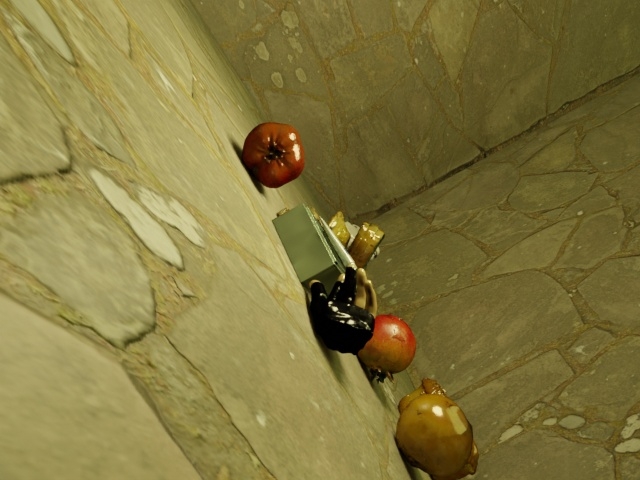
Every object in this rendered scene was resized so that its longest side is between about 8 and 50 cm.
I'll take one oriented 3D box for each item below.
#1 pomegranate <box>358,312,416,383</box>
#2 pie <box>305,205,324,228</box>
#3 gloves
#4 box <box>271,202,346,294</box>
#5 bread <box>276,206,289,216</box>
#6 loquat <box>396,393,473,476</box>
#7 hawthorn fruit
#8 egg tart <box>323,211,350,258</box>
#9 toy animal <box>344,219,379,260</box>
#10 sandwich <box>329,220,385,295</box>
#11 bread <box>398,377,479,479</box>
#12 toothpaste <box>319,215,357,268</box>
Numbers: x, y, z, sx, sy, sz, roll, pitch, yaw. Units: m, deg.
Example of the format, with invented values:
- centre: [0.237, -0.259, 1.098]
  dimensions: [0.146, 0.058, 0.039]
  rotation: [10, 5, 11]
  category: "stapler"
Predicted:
- centre: [0.224, 0.371, 1.610]
  dimensions: [0.210, 0.210, 0.235]
  rotation: [53, 42, -58]
  category: "pomegranate"
- centre: [0.000, 0.000, 1.997]
  dimensions: [0.339, 0.083, 0.339]
  rotation: [-25, 90, -87]
  category: "pie"
- centre: [0.056, 0.174, 1.263]
  dimensions: [0.301, 0.197, 0.152]
  rotation: [-74, 180, -50]
  category: "gloves"
- centre: [-0.021, 0.034, 1.458]
  dimensions: [0.224, 0.118, 0.225]
  rotation: [63, 6, 23]
  category: "box"
- centre: [-0.110, -0.068, 1.568]
  dimensions: [0.036, 0.047, 0.083]
  rotation: [11, -45, 56]
  category: "bread"
- centre: [0.347, 0.595, 1.433]
  dimensions: [0.235, 0.235, 0.235]
  rotation: [60, 5, -9]
  category: "loquat"
- centre: [-0.153, -0.278, 1.525]
  dimensions: [0.207, 0.208, 0.243]
  rotation: [60, 1, -12]
  category: "hawthorn fruit"
- centre: [0.043, 0.011, 1.703]
  dimensions: [0.106, 0.241, 0.241]
  rotation: [27, 0, 10]
  category: "egg tart"
- centre: [0.141, 0.026, 2.064]
  dimensions: [0.208, 0.156, 0.204]
  rotation: [22, 34, -42]
  category: "toy animal"
- centre: [0.124, 0.077, 1.672]
  dimensions: [0.099, 0.301, 0.271]
  rotation: [32, 4, 4]
  category: "sandwich"
- centre: [0.477, 0.759, 1.885]
  dimensions: [0.398, 0.215, 0.398]
  rotation: [59, 5, -8]
  category: "bread"
- centre: [0.052, 0.011, 1.520]
  dimensions: [0.218, 0.033, 0.052]
  rotation: [58, -2, 25]
  category: "toothpaste"
